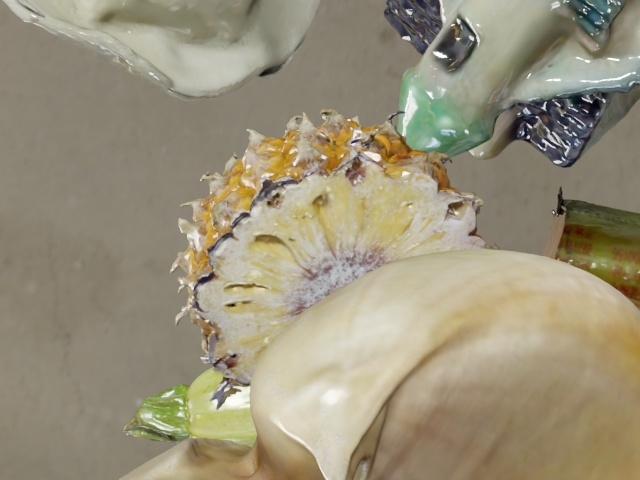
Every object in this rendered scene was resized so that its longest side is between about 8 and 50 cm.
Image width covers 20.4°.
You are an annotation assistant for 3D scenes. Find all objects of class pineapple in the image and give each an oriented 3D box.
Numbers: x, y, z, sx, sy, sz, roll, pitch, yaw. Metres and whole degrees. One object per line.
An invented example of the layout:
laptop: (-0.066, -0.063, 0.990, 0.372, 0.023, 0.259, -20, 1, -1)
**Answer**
pineapple: (0.000, -0.003, 0.981, 0.176, 0.137, 0.161, -23, 120, 3)

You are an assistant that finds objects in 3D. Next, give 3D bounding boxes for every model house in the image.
model house: (0.147, -0.179, 1.182, 0.243, 0.298, 0.284, 37, 112, 13)

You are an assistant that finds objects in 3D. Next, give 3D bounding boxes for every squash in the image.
squash: (-0.016, 0.098, 1.138, 0.224, 0.094, 0.094, -11, 121, -8)

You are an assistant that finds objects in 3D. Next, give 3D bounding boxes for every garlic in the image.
garlic: (0.024, 0.145, 0.735, 0.286, 0.249, 0.313, -38, 131, 23)

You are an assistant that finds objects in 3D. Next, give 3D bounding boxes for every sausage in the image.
sausage: (0.316, 0.046, 1.370, 0.317, 0.117, 0.125, 10, 98, -1)

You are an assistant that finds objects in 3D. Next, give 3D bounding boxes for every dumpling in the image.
dumpling: (-0.138, -0.232, 1.339, 0.181, 0.260, 0.341, -3, 147, 25)
